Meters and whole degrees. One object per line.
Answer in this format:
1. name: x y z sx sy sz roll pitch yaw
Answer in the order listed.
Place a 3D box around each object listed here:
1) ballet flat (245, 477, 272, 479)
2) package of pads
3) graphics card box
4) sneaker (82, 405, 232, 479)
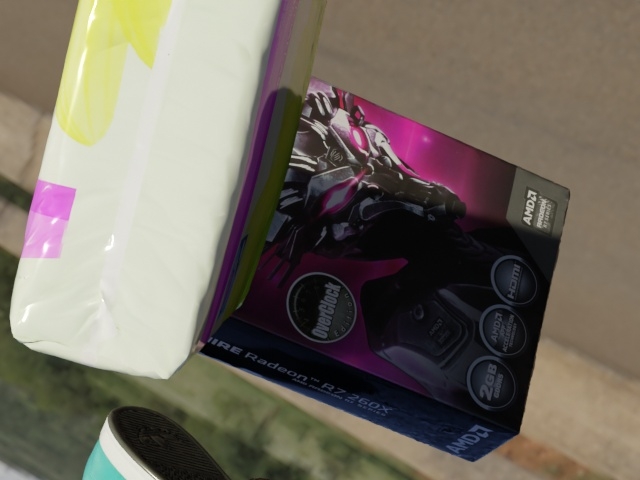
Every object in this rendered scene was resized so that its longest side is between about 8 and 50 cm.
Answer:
1. ballet flat: -0.042 0.283 0.979 0.116 0.342 0.124 -2 131 5
2. package of pads: -0.060 -0.094 0.821 0.101 0.296 0.229 15 -174 2
3. graphics card box: 0.000 0.000 1.259 0.371 0.233 0.094 24 150 -12
4. sneaker: -0.128 0.300 1.376 0.124 0.178 0.295 4 -148 -44
